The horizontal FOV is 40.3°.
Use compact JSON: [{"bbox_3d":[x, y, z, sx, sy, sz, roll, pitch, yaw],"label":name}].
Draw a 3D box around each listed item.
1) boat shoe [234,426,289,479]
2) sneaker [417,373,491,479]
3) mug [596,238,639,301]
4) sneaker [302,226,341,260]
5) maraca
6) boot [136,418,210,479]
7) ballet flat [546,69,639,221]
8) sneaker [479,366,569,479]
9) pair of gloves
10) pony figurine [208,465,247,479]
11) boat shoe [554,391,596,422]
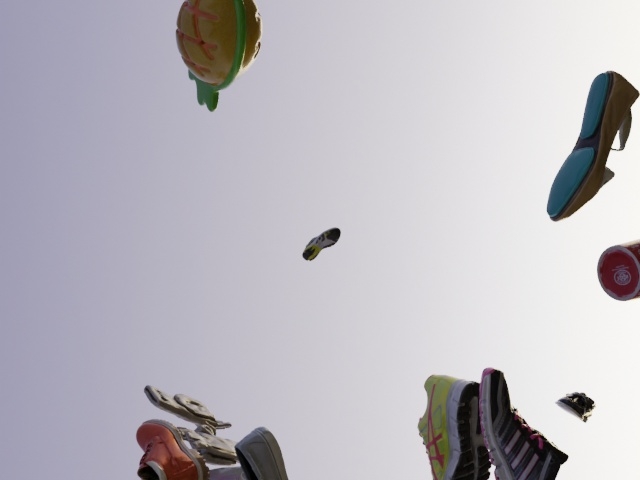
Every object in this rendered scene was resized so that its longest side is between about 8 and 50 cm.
[{"bbox_3d":[-0.096,0.440,1.522,0.081,0.079,0.228,-23,-77,-31],"label":"boat shoe"},{"bbox_3d":[0.171,0.270,1.167,0.081,0.094,0.209,-8,-71,-38],"label":"sneaker"},{"bbox_3d":[0.539,0.056,1.440,0.169,0.113,0.150,-8,-39,-31],"label":"mug"},{"bbox_3d":[0.000,0.000,1.528,0.031,0.083,0.035,47,-162,-23],"label":"sneaker"},{"bbox_3d":[-0.128,-0.238,1.057,0.099,0.186,0.127,-7,-116,-27],"label":"maraca"},{"bbox_3d":[-0.235,0.308,1.251,0.084,0.158,0.059,-4,-69,-41],"label":"boot"},{"bbox_3d":[0.391,-0.124,1.223,0.073,0.080,0.232,23,-94,-16],"label":"ballet flat"},{"bbox_3d":[0.206,0.205,0.871,0.063,0.074,0.171,2,-107,-76],"label":"sneaker"},{"bbox_3d":[-0.233,0.382,1.740,0.204,0.240,0.042,29,-87,-46],"label":"pair of gloves"},{"bbox_3d":[-0.231,0.541,1.518,0.363,0.350,0.303,131,145,-74],"label":"pony figurine"},{"bbox_3d":[0.377,0.240,1.278,0.038,0.046,0.125,-57,-34,1],"label":"boat shoe"}]
